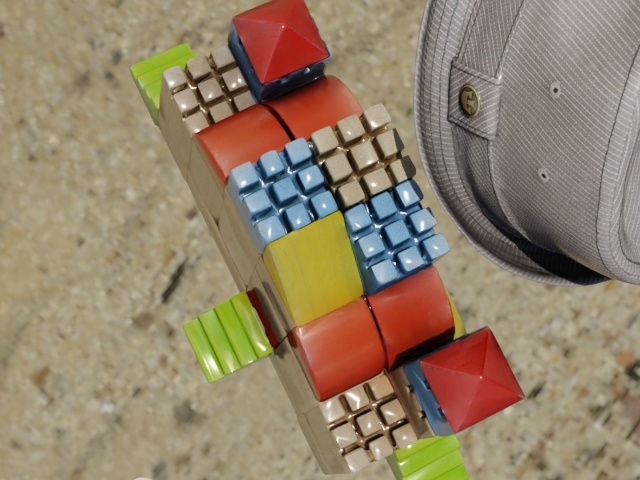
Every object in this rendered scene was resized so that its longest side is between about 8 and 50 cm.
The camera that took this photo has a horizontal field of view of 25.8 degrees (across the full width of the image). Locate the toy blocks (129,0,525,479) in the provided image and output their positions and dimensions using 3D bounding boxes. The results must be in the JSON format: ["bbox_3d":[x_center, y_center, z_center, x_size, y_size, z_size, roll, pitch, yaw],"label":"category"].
[{"bbox_3d":[0.000,0.000,0.910,0.190,0.381,0.261,-25,174,-11],"label":"toy blocks"}]

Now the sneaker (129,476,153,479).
[{"bbox_3d":[-0.122,0.226,0.981,0.051,0.134,0.070,9,129,-29],"label":"sneaker"}]

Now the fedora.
[{"bbox_3d":[0.180,-0.086,0.751,0.243,0.124,0.275,2,111,-26],"label":"fedora"}]
